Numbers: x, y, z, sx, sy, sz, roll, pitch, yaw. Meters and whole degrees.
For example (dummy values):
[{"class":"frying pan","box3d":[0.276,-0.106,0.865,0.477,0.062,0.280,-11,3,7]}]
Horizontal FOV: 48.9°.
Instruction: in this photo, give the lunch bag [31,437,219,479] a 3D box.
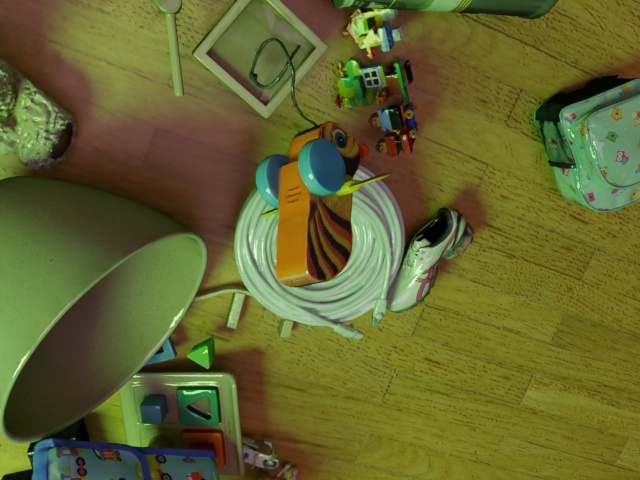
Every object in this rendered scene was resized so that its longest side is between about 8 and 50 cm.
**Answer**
[{"class":"lunch bag","box3d":[-0.262,0.382,0.908,0.138,0.221,0.293,-33,143,21]}]

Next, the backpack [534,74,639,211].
[{"class":"backpack","box3d":[0.437,-0.138,1.070,0.166,0.144,0.188,-23,113,-10]}]

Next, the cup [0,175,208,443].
[{"class":"cup","box3d":[-0.344,0.053,0.902,0.237,0.331,0.331,38,97,14]}]

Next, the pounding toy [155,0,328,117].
[{"class":"pounding toy","box3d":[-0.131,-0.261,0.940,0.206,0.094,0.181,40,95,-19]}]

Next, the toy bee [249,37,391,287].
[{"class":"toy bee","box3d":[0.012,-0.089,0.899,0.162,0.195,0.298,5,97,-47]}]

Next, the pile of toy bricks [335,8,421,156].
[{"class":"pile of toy bricks","box3d":[0.069,-0.216,1.001,0.105,0.118,0.212,-4,121,23]}]

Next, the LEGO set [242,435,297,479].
[{"class":"LEGO set","box3d":[-0.113,0.465,1.181,0.132,0.107,0.287,26,107,18]}]

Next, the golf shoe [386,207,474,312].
[{"class":"golf shoe","box3d":[0.153,0.027,1.090,0.186,0.067,0.086,-52,134,1]}]

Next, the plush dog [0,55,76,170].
[{"class":"plush dog","box3d":[-0.473,-0.146,0.861,0.211,0.262,0.225,39,86,14]}]

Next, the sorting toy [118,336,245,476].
[{"class":"sorting toy","box3d":[-0.218,0.291,1.081,0.196,0.047,0.347,0,108,9]}]

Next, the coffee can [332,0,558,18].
[{"class":"coffee can","box3d":[0.161,-0.396,0.902,0.276,0.201,0.201,0,107,-11]}]

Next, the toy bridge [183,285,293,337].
[{"class":"toy bridge","box3d":[-0.132,0.103,1.086,0.188,0.026,0.063,13,101,-15]}]

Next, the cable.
[{"class":"cable","box3d":[0.000,0.000,1.050,0.257,0.089,0.257,18,101,-15]}]

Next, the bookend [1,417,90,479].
[{"class":"bookend","box3d":[-0.430,0.367,1.081,0.156,0.072,0.157,-10,108,-8]}]
